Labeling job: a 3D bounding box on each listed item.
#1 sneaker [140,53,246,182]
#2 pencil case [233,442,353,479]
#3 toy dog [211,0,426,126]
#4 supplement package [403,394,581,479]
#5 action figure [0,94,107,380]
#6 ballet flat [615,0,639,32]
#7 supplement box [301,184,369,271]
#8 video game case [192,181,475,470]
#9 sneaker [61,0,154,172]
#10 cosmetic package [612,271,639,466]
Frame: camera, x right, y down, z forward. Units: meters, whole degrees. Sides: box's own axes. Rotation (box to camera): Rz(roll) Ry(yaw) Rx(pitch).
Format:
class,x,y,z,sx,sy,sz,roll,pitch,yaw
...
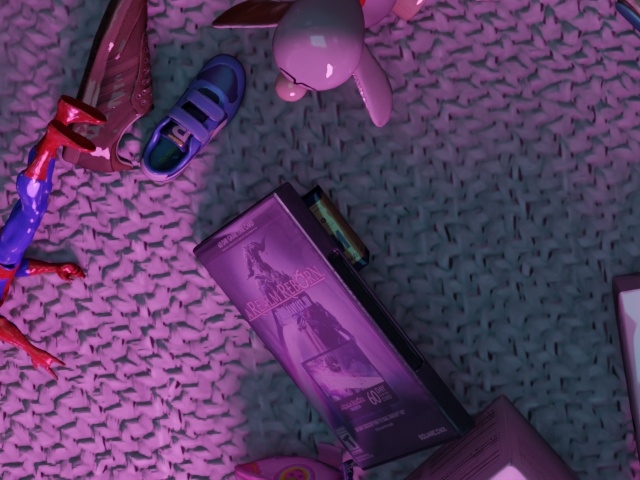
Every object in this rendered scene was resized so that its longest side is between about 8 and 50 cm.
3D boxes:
class,x,y,z,sx,sy,sz,roll,pitch,yaw
sneaker,-0.120,-0.112,1.667,0.053,0.059,0.144,35,97,1
pencil case,-0.026,0.342,1.693,0.124,0.124,0.284,2,97,3
toy dog,-0.004,-0.197,1.543,0.220,0.333,0.161,41,121,13
supplement package,0.161,0.300,1.599,0.198,0.263,0.199,-42,93,8
action figure,-0.256,0.015,1.663,0.139,0.091,0.280,31,118,-11
ballet flat,0.343,-0.179,1.631,0.052,0.057,0.168,-42,93,-2
supplement box,0.000,0.000,1.661,0.056,0.083,0.083,-37,95,6
video game case,0.007,0.086,1.631,0.026,0.196,0.274,-41,95,-30
sneaker,-0.186,-0.155,1.672,0.071,0.066,0.188,17,104,-16
cosmetic package,0.321,0.152,1.653,0.060,0.099,0.239,-9,96,4
